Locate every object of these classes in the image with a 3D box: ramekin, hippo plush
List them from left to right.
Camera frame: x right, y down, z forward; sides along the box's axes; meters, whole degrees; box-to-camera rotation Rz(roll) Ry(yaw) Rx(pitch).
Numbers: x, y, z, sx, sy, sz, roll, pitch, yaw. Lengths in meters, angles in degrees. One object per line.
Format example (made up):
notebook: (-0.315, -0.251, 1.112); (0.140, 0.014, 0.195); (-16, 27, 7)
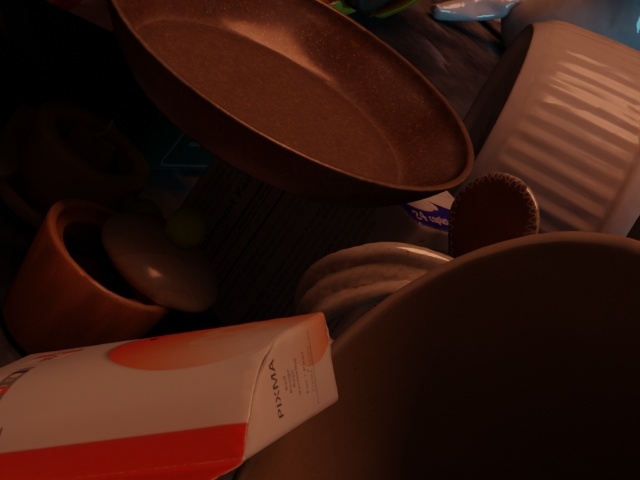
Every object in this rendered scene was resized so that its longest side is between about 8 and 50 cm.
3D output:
ramekin: (0.149, -0.049, 1.223); (0.109, 0.207, 0.207); (28, 24, -4)
hippo plush: (0.304, -0.239, 1.747); (0.294, 0.236, 0.234); (38, 23, -3)

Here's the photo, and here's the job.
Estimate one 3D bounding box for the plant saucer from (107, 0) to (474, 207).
plant saucer: (-0.020, -0.073, 0.878); (0.199, 0.036, 0.198); (26, 24, -13)

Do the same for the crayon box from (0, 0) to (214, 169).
crayon box: (-0.138, -0.180, 1.172); (0.323, 0.083, 0.203); (50, 25, 22)

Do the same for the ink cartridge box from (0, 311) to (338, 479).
ink cartridge box: (-0.088, 0.068, 0.709); (0.179, 0.145, 0.045); (-12, 93, -71)

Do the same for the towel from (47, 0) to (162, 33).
towel: (-0.129, -0.194, 0.975); (0.329, 0.037, 0.237); (20, 36, -58)

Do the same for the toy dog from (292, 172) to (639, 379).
toy dog: (0.153, 0.016, 0.894); (0.161, 0.334, 0.220); (-94, 163, -55)

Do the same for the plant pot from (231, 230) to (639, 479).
plant pot: (0.129, 0.178, 0.770); (0.274, 0.256, 0.256); (44, 17, -34)

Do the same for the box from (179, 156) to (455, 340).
box: (0.000, 0.000, 0.985); (0.072, 0.126, 0.137); (8, 34, -51)

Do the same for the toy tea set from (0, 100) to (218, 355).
toy tea set: (-0.164, -0.088, 0.909); (0.336, 0.124, 0.200); (42, 23, 7)

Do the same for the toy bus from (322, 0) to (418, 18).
toy bus: (0.058, -0.260, 1.528); (0.149, 0.220, 0.211); (54, -7, 16)
